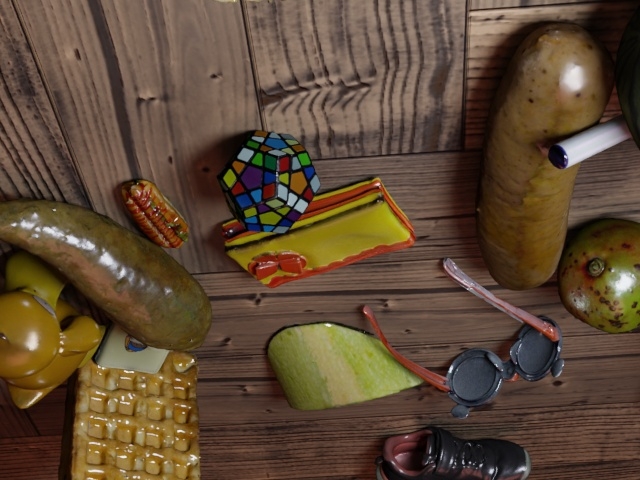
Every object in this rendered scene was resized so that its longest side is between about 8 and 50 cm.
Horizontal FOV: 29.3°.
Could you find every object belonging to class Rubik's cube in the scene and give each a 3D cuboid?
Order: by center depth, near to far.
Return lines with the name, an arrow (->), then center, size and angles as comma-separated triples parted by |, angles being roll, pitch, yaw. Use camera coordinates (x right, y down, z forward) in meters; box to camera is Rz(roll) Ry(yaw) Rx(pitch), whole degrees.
Rubik's cube -> -0.064, -0.073, 1.535 | 0.133, 0.133, 0.112 | 6, 117, -11

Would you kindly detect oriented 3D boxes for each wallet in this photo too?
wallet -> 0.000, 0.000, 1.685 | 0.241, 0.067, 0.141 | -17, 144, 20
wallet -> -0.268, 0.134, 1.862 | 0.110, 0.039, 0.155 | 14, 128, -24

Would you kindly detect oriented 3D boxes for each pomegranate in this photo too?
pomegranate -> 0.412, 0.051, 1.713 | 0.159, 0.159, 0.205 | -17, 171, 21

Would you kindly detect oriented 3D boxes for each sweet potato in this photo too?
sweet potato -> -0.294, 0.039, 1.675 | 0.130, 0.131, 0.422 | -26, 137, 31

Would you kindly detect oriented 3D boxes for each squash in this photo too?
squash -> 0.031, 0.195, 2.010 | 0.236, 0.155, 0.204 | -13, -179, 13

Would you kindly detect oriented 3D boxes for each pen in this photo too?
pen -> 0.366, -0.137, 1.411 | 0.269, 0.033, 0.033 | -24, 155, -28

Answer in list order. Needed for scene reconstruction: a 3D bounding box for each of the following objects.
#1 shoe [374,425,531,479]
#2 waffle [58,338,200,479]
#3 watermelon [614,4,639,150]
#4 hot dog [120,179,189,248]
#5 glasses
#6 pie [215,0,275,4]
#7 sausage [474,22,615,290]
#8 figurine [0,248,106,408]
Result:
shoe -> 0.235, 0.391, 2.230 | 0.290, 0.114, 0.137 | -6, 140, 12
waffle -> -0.289, 0.294, 1.887 | 0.212, 0.308, 0.091 | 14, 136, -22
watermelon -> 0.488, -0.156, 1.301 | 0.359, 0.279, 0.279 | 11, 143, -22
hot dog -> -0.222, -0.034, 1.648 | 0.062, 0.038, 0.144 | -12, 144, 15
glasses -> 0.213, 0.158, 1.879 | 0.268, 0.118, 0.234 | 28, 137, -36
pie -> -0.058, -0.335, 1.207 | 0.274, 0.055, 0.274 | -1, 145, -1
sausage -> 0.262, -0.079, 1.537 | 0.136, 0.123, 0.501 | -25, 149, -16
figurine -> -0.410, 0.132, 1.733 | 0.215, 0.215, 0.228 | 0, 143, -3
